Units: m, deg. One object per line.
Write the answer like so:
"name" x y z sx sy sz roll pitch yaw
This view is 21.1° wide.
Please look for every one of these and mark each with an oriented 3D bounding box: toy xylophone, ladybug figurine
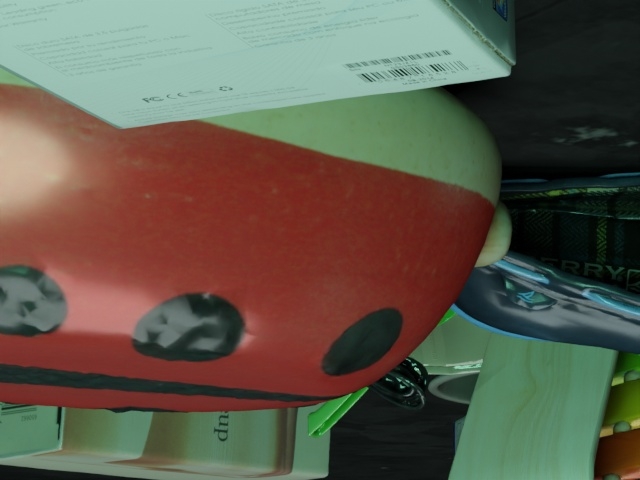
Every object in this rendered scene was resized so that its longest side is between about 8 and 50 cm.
"toy xylophone" 0.202 0.113 1.220 0.236 0.323 0.081 -13 125 40
"ladybug figurine" -0.116 -0.007 0.868 0.449 0.162 0.305 5 161 -10

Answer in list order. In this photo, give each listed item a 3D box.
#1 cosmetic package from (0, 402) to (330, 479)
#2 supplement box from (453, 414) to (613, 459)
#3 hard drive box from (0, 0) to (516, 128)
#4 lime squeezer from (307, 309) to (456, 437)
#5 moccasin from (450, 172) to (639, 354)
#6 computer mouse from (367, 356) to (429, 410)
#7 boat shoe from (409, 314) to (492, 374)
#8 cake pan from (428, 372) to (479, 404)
"cosmetic package" -0.137 0.127 1.481 0.296 0.153 0.129 12 163 -44
"supplement box" 0.213 0.220 1.720 0.111 0.114 0.220 3 164 -10
"hard drive box" -0.053 -0.120 0.599 0.181 0.089 0.232 -6 165 23
"lime squeezer" 0.108 0.062 1.227 0.310 0.110 0.059 -14 143 37
"moccasin" 0.238 0.020 1.079 0.342 0.138 0.117 -3 155 8
"computer mouse" 0.000 0.000 1.137 0.184 0.060 0.262 27 153 21
"boat shoe" 0.052 0.073 1.407 0.228 0.081 0.069 0 -165 10
"cake pan" 0.248 0.116 1.637 0.293 0.054 0.293 0 166 0
